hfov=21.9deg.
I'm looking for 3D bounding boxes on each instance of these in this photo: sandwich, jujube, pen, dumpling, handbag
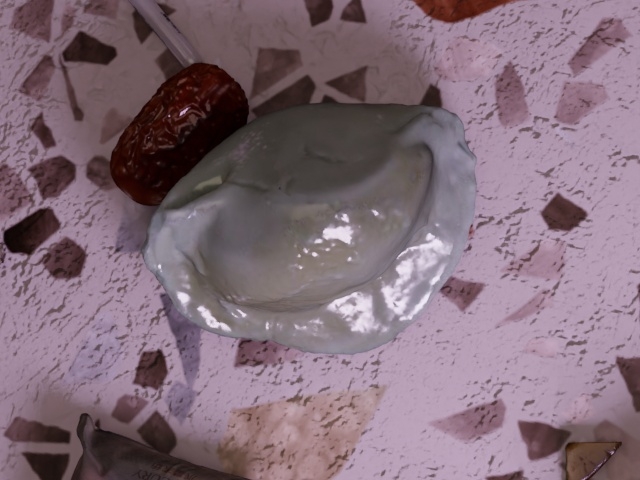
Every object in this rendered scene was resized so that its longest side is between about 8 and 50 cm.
[{"bbox_3d":[0.277,0.231,1.749,0.083,0.031,0.044,-44,79,0],"label":"sandwich"},{"bbox_3d":[-0.155,-0.115,1.834,0.176,0.112,0.109,-47,44,0],"label":"jujube"},{"bbox_3d":[-0.191,-0.259,1.910,0.026,0.026,0.218,-39,77,0],"label":"pen"},{"bbox_3d":[-0.011,-0.018,1.748,0.320,0.212,0.270,-4,82,19],"label":"dumpling"},{"bbox_3d":[-0.167,0.309,1.758,0.270,0.117,0.183,17,84,16],"label":"handbag"}]

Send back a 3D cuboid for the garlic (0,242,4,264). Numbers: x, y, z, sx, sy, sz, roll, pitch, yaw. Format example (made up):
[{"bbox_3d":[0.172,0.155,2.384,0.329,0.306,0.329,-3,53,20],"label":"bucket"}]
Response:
[{"bbox_3d":[-0.444,0.023,1.819,0.127,0.194,0.131,-39,82,10],"label":"garlic"}]
